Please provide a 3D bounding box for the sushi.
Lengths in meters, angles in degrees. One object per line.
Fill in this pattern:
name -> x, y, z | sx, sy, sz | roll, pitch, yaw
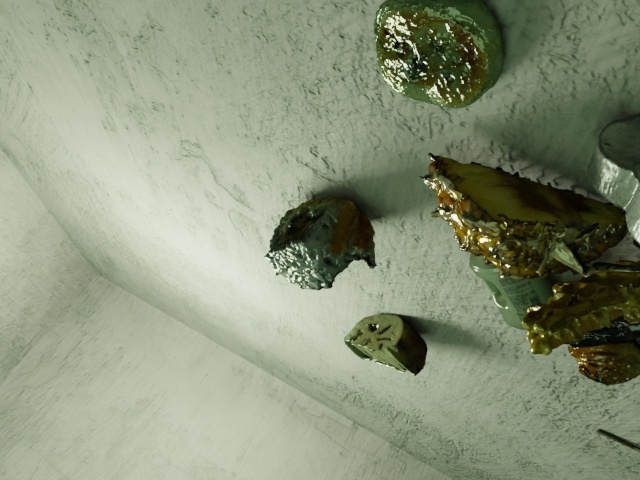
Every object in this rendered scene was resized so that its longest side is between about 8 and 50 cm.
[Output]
sushi -> 0.000, 0.000, 1.102 | 0.139, 0.184, 0.274 | 43, 150, -22

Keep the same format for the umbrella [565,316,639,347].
umbrella -> 0.523, 0.116, 0.815 | 0.326, 0.094, 0.090 | -17, 139, 40

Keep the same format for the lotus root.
lotus root -> 0.183, 0.281, 1.431 | 0.235, 0.138, 0.119 | -5, 129, 52

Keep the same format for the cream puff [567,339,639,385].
cream puff -> 0.540, 0.220, 0.984 | 0.133, 0.104, 0.119 | 29, 146, 5

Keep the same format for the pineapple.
pineapple -> 0.295, 0.002, 0.770 | 0.334, 0.158, 0.161 | 18, 121, 5

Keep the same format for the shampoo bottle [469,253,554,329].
shampoo bottle -> 0.345, 0.061, 0.940 | 0.118, 0.087, 0.234 | -7, 133, 44

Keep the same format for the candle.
candle -> 0.417, -0.070, 0.593 | 0.168, 0.192, 0.068 | -18, 140, 0

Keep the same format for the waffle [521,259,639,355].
waffle -> 0.436, 0.072, 0.715 | 0.293, 0.259, 0.069 | -18, 94, 41

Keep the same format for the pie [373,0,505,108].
pie -> 0.149, -0.249, 0.686 | 0.187, 0.041, 0.187 | 26, 154, 14

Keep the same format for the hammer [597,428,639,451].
hammer -> 0.835, 0.536, 1.274 | 0.292, 0.029, 0.058 | 21, 149, 25
